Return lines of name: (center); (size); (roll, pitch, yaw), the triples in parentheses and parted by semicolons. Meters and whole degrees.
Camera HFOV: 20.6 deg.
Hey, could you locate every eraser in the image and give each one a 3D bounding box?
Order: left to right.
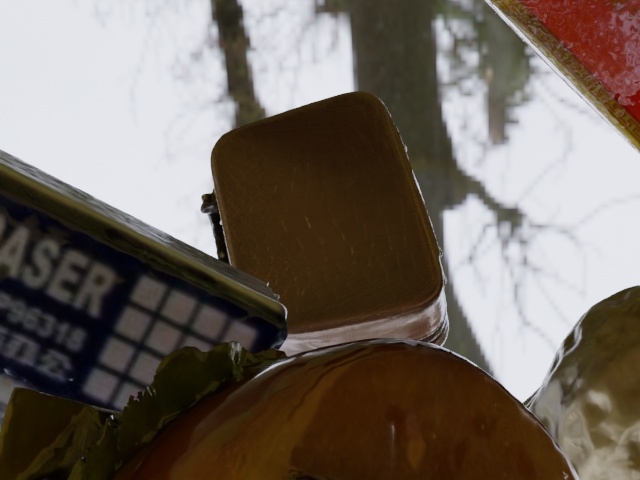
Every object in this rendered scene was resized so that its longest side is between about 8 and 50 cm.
eraser: (-0.168, 0.016, 0.769); (0.287, 0.130, 0.086); (26, -173, -12)

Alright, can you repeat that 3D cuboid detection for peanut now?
peanut: (0.160, 0.150, 1.069); (0.159, 0.291, 0.143); (-18, -124, -33)

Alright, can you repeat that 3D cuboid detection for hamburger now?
hamburger: (-0.033, 0.180, 0.589); (0.225, 0.291, 0.291); (-15, -158, 37)

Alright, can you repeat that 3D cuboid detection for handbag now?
handbag: (0.000, 0.000, 1.186); (0.151, 0.072, 0.193); (-16, -125, -3)

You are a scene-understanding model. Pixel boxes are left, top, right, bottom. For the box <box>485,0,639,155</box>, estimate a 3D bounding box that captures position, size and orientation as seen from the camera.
box: (0.214, -0.173, 0.948); (0.240, 0.153, 0.074); (-44, -160, 10)
